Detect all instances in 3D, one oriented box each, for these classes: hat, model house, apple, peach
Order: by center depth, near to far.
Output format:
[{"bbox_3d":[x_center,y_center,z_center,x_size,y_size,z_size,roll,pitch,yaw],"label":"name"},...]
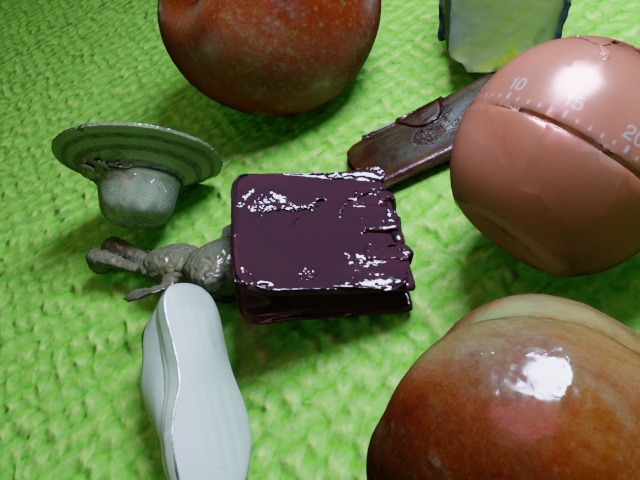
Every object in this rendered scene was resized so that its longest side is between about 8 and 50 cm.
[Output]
[{"bbox_3d":[0.161,0.162,0.464,0.252,0.252,0.252,-14,45,14],"label":"peach"},{"bbox_3d":[-0.270,-0.072,0.950,0.252,0.252,0.110,-6,73,21],"label":"hat"},{"bbox_3d":[0.263,-0.376,0.970,0.170,0.194,0.211,-5,34,4],"label":"model house"},{"bbox_3d":[-0.084,-0.364,1.024,0.348,0.277,0.348,-19,62,40],"label":"apple"}]

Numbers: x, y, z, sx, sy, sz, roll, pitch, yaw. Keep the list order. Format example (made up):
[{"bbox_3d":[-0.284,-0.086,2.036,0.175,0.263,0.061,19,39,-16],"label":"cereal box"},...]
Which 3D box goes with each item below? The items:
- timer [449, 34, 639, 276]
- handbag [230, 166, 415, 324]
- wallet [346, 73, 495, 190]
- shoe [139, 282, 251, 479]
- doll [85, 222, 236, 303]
[{"bbox_3d":[0.253,-0.084,0.657,0.215,0.229,0.229,-51,46,-1],"label":"timer"},{"bbox_3d":[-0.001,0.002,0.776,0.216,0.074,0.203,-3,47,-9],"label":"handbag"},{"bbox_3d":[0.161,-0.151,0.913,0.255,0.031,0.137,-24,43,3],"label":"wallet"},{"bbox_3d":[-0.150,0.183,0.721,0.110,0.095,0.265,-42,48,40],"label":"shoe"},{"bbox_3d":[-0.209,0.037,0.879,0.286,0.091,0.202,-4,14,9],"label":"doll"}]
